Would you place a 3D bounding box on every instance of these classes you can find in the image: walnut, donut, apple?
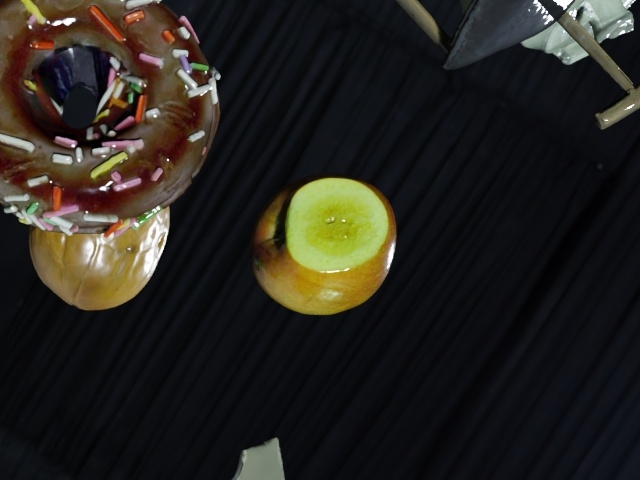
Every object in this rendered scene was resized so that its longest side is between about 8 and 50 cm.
[{"bbox_3d":[-0.265,-0.019,1.241,0.167,0.207,0.167,13,-13,3],"label":"walnut"},{"bbox_3d":[-0.226,-0.135,0.981,0.269,0.270,0.103,31,-15,-4],"label":"donut"},{"bbox_3d":[0.000,0.006,1.158,0.147,0.163,0.146,10,59,-26],"label":"apple"}]

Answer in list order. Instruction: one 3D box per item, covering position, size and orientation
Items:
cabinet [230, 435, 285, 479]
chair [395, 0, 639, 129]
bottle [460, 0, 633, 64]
[{"bbox_3d":[-0.046,0.405,0.949,0.290,0.227,0.318,47,20,-44],"label":"cabinet"},{"bbox_3d":[0.181,-0.226,0.836,0.166,0.188,0.272,-26,68,-33],"label":"chair"},{"bbox_3d":[0.243,-0.364,1.191,0.352,0.229,0.229,61,17,12],"label":"bottle"}]
